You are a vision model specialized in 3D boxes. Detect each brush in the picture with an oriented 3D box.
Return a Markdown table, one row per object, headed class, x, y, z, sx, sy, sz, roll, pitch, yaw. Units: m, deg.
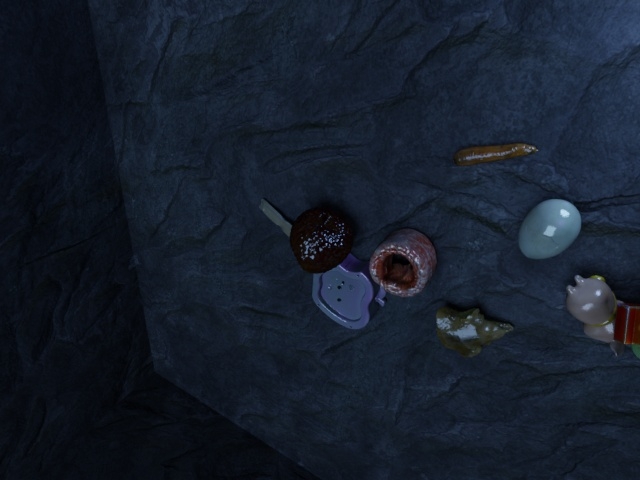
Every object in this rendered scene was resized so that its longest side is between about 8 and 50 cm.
| class | x | y | z | sx | sy | sz | roll | pitch | yaw |
| --- | --- | --- | --- | --- | --- | --- | --- | --- | --- |
| brush | -0.148 | -0.071 | 1.936 | 0.321 | 0.050 | 0.060 | 43 | 135 | 16 |

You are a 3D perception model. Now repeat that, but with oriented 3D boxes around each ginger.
| class | x | y | z | sx | sy | sz | roll | pitch | yaw |
| --- | --- | --- | --- | --- | --- | --- | --- | --- | --- |
| ginger | 0.567 | 0.344 | 1.642 | 0.270 | 0.123 | 0.219 | 5 | 117 | 32 |

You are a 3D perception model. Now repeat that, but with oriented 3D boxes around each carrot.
| class | x | y | z | sx | sy | sz | roll | pitch | yaw |
| --- | --- | --- | --- | --- | --- | --- | --- | --- | --- |
| carrot | 0.529 | -0.266 | 1.348 | 0.247 | 0.059 | 0.059 | -2 | 115 | 32 |

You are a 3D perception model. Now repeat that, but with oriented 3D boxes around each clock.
| class | x | y | z | sx | sy | sz | roll | pitch | yaw |
| --- | --- | --- | --- | --- | --- | --- | --- | --- | --- |
| clock | 0.120 | 0.217 | 1.885 | 0.338 | 0.102 | 0.339 | 17 | 125 | 25 |

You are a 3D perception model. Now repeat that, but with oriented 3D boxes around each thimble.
| class | x | y | z | sx | sy | sz | roll | pitch | yaw |
| --- | --- | --- | --- | --- | --- | --- | --- | --- | --- |
| thimble | 0.310 | 0.084 | 1.639 | 0.239 | 0.162 | 0.239 | 15 | 124 | 23 |

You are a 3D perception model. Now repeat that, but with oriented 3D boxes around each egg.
| class | x | y | z | sx | sy | sz | roll | pitch | yaw |
| --- | --- | --- | --- | --- | --- | --- | --- | --- | --- |
| egg | 0.680 | -0.029 | 1.321 | 0.151 | 0.151 | 0.209 | 32 | 131 | 14 |

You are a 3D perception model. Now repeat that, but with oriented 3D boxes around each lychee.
| class | x | y | z | sx | sy | sz | roll | pitch | yaw |
| --- | --- | --- | --- | --- | --- | --- | --- | --- | --- |
| lychee | 0.000 | 0.000 | 1.735 | 0.260 | 0.260 | 0.261 | 17 | 125 | 25 |

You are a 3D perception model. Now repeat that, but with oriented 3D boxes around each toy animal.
| class | x | y | z | sx | sy | sz | roll | pitch | yaw |
| --- | --- | --- | --- | --- | --- | --- | --- | --- | --- |
| toy animal | 0.849 | 0.207 | 1.341 | 0.248 | 0.149 | 0.165 | 42 | 98 | 1 |

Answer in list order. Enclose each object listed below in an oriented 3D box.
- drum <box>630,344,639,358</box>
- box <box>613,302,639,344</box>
| class | x | y | z | sx | sy | sz | roll | pitch | yaw |
| --- | --- | --- | --- | --- | --- | --- | --- | --- | --- |
| drum | 1.015 | 0.259 | 1.338 | 0.130 | 0.049 | 0.253 | 2 | 113 | 33 |
| box | 0.936 | 0.240 | 1.255 | 0.175 | 0.048 | 0.112 | 4 | 95 | -3 |
